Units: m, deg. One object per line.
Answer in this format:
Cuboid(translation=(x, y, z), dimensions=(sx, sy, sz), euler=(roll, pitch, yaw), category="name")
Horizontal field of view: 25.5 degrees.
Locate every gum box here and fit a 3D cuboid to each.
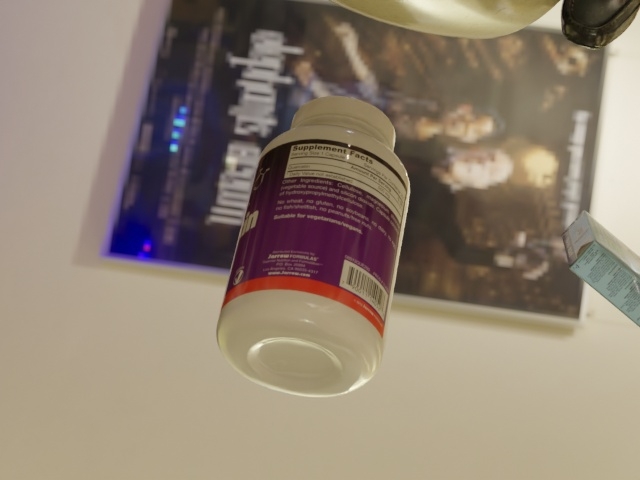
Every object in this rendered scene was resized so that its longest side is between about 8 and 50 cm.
Cuboid(translation=(0.331, 0.055, 1.441), dimensions=(0.041, 0.184, 0.157), euler=(-49, -178, 13), category="gum box")

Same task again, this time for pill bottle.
Cuboid(translation=(0.000, 0.000, 1.573), dimensions=(0.181, 0.181, 0.323), euler=(91, 9, -54), category="pill bottle")

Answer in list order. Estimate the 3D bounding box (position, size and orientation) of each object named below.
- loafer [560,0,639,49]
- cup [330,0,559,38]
Cuboid(translation=(0.288, -0.277, 1.349), dimensions=(0.223, 0.076, 0.078), euler=(-59, 164, -26), category="loafer")
Cuboid(translation=(0.123, -0.322, 1.310), dimensions=(0.237, 0.331, 0.331), euler=(37, 52, -39), category="cup")
